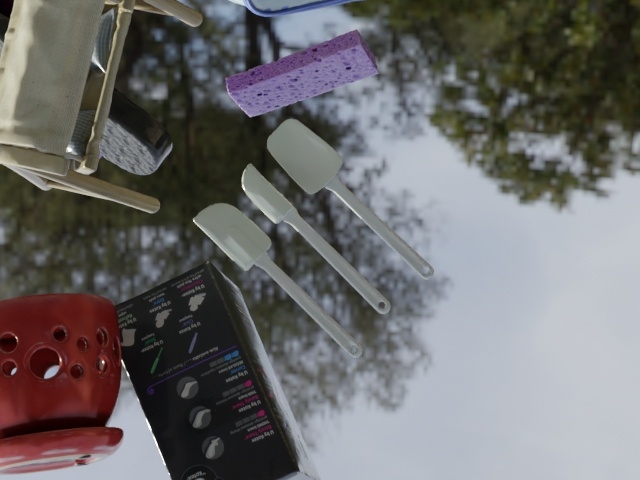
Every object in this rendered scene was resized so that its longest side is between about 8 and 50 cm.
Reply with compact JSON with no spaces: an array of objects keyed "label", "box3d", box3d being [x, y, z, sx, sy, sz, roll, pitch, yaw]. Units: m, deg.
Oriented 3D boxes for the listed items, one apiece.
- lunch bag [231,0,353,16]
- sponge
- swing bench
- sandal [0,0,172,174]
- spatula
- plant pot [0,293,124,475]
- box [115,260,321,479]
[{"label":"lunch bag","box3d":[0.008,-0.293,1.373,0.219,0.176,0.090,-13,-159,-22]},{"label":"sponge","box3d":[-0.027,-0.243,2.276,0.210,0.031,0.117,-18,163,11]},{"label":"swing bench","box3d":[-0.277,-0.187,1.756,0.165,0.253,0.255,12,174,20]},{"label":"sandal","box3d":[-0.376,-0.256,2.051,0.107,0.446,0.167,-58,-166,-24]},{"label":"spatula","box3d":[0.000,0.000,1.730,0.242,0.168,0.019,43,-178,1]},{"label":"plant pot","box3d":[-0.308,0.161,1.687,0.191,0.174,0.191,-8,169,-2]},{"label":"box","box3d":[-0.125,0.185,1.820,0.143,0.270,0.165,-26,164,4]}]
